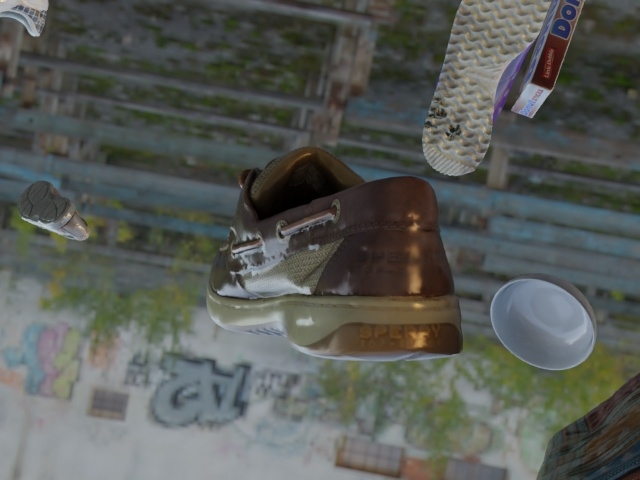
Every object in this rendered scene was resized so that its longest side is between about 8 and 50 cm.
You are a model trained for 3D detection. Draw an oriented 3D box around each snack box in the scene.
[{"bbox_3d":[0.201,-0.191,1.063,0.022,0.178,0.064,22,164,0],"label":"snack box"}]

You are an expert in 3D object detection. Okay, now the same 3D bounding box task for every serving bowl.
[{"bbox_3d":[0.173,0.057,0.986,0.083,0.083,0.027,11,-144,26],"label":"serving bowl"}]

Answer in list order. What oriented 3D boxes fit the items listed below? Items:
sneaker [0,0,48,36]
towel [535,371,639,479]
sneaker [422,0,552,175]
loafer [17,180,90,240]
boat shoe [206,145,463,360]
[{"bbox_3d":[-0.404,-0.264,1.358,0.235,0.095,0.090,-2,-172,-19],"label":"sneaker"},{"bbox_3d":[0.231,0.080,0.762,0.040,0.271,0.370,53,-171,7],"label":"towel"},{"bbox_3d":[0.203,-0.235,1.602,0.102,0.293,0.146,24,-158,1],"label":"sneaker"},{"bbox_3d":[-0.262,-0.025,1.267,0.039,0.045,0.125,46,169,-30],"label":"loafer"},{"bbox_3d":[0.000,0.000,0.842,0.123,0.123,0.342,-2,-177,-14],"label":"boat shoe"}]
